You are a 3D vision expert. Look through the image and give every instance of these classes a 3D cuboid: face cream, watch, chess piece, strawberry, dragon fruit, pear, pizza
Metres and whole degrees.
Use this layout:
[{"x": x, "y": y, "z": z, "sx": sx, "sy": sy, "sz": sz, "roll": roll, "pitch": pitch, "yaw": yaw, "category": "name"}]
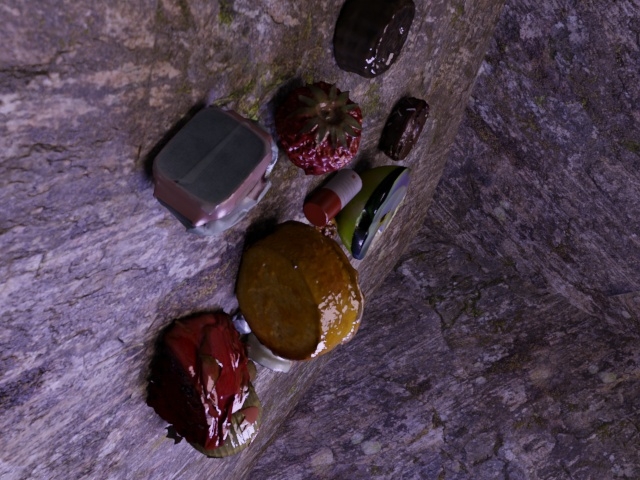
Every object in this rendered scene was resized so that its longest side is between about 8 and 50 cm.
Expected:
[{"x": 0.040, "y": -0.140, "z": 1.587, "sx": 0.214, "sy": 0.095, "sz": 0.096, "roll": -46, "pitch": 158, "yaw": -38, "category": "face cream"}, {"x": -0.184, "y": -0.118, "z": 0.931, "sx": 0.253, "sy": 0.161, "sz": 0.241, "roll": -51, "pitch": 174, "yaw": -20, "category": "watch"}, {"x": -0.122, "y": 0.261, "z": 1.674, "sx": 0.331, "sy": 0.182, "sz": 0.182, "roll": -64, "pitch": 164, "yaw": -4, "category": "chess piece"}, {"x": -0.016, "y": -0.236, "z": 1.147, "sx": 0.205, "sy": 0.205, "sz": 0.244, "roll": -52, "pitch": -175, "yaw": -25, "category": "strawberry"}, {"x": -0.250, "y": 0.320, "z": 1.286, "sx": 0.329, "sy": 0.227, "sz": 0.286, "roll": -33, "pitch": 147, "yaw": -54, "category": "dragon fruit"}, {"x": 0.177, "y": -0.132, "z": 1.875, "sx": 0.399, "sy": 0.165, "sz": 0.399, "roll": -52, "pitch": 162, "yaw": -25, "category": "pear"}, {"x": 0.001, "y": 0.001, "z": 1.753, "sx": 0.194, "sy": 0.069, "sz": 0.154, "roll": -58, "pitch": 164, "yaw": -14, "category": "pizza"}]

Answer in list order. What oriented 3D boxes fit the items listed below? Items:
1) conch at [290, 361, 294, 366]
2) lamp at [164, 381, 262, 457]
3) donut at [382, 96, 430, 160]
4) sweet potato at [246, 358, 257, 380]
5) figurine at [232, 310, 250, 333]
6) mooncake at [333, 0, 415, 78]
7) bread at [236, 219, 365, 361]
[{"x": -0.159, "y": 0.432, "z": 1.906, "sx": 0.158, "sy": 0.127, "sz": 0.255, "roll": -58, "pitch": 163, "yaw": -5, "category": "conch"}, {"x": -0.314, "y": 0.513, "z": 1.437, "sx": 0.284, "sy": 0.250, "sz": 0.250, "roll": -18, "pitch": 147, "yaw": -17, "category": "lamp"}, {"x": 0.333, "y": -0.440, "z": 1.935, "sx": 0.270, "sy": 0.103, "sz": 0.270, "roll": -53, "pitch": 165, "yaw": -22, "category": "donut"}, {"x": -0.274, "y": 0.457, "z": 1.672, "sx": 0.124, "sy": 0.098, "sz": 0.310, "roll": -30, "pitch": 155, "yaw": -19, "category": "sweet potato"}, {"x": -0.230, "y": 0.238, "z": 1.497, "sx": 0.094, "sy": 0.082, "sz": 0.086, "roll": -41, "pitch": -159, "yaw": 50, "category": "figurine"}, {"x": 0.137, "y": -0.510, "z": 1.212, "sx": 0.228, "sy": 0.124, "sz": 0.228, "roll": -53, "pitch": 163, "yaw": -23, "category": "mooncake"}, {"x": -0.058, "y": 0.151, "z": 1.362, "sx": 0.215, "sy": 0.398, "sz": 0.398, "roll": -24, "pitch": 142, "yaw": -44, "category": "bread"}]
